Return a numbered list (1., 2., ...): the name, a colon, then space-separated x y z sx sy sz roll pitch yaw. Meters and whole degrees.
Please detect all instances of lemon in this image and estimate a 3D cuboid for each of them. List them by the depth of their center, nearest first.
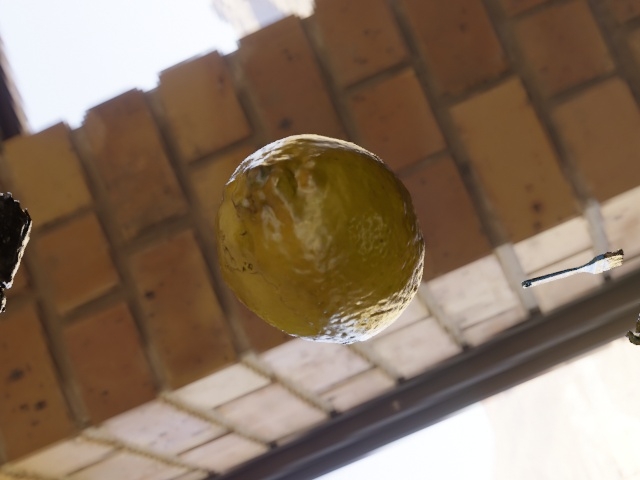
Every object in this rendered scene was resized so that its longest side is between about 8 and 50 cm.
1. lemon: 0.000 0.000 1.378 0.260 0.204 0.204 45 -160 -46

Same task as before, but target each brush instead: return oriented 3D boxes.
1. brush: 0.391 0.047 2.110 0.051 0.164 0.014 78 176 -63

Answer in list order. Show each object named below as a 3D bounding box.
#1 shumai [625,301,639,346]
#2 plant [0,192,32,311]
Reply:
1. shumai: 0.389 0.097 1.525 0.083 0.082 0.080 25 124 45
2. plant: -0.327 0.022 1.257 0.094 0.092 0.143 65 -139 -56
